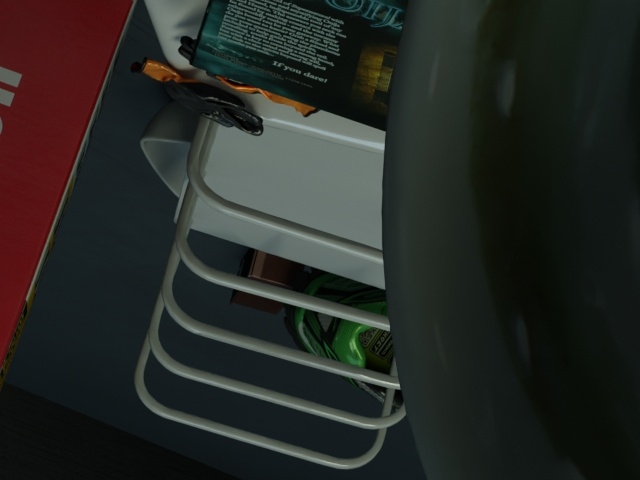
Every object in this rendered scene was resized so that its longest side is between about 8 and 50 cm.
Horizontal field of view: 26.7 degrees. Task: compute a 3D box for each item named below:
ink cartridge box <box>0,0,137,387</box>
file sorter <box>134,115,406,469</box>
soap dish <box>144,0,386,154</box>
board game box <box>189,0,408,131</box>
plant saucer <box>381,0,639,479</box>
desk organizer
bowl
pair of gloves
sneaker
[{"bbox_3d":[-0.228,-0.024,0.852,0.130,0.309,0.272,20,163,-11],"label":"ink cartridge box"},{"bbox_3d":[0.000,0.000,0.842,0.193,0.173,0.277,17,147,-4],"label":"file sorter"},{"bbox_3d":[0.063,-0.122,0.604,0.291,0.118,0.229,14,163,8],"label":"soap dish"},{"bbox_3d":[0.047,-0.072,0.529,0.186,0.026,0.126,18,162,-8],"label":"board game box"},{"bbox_3d":[0.180,-0.041,0.306,0.101,0.400,0.400,15,167,-38],"label":"plant saucer"},{"bbox_3d":[-0.052,0.035,1.325,0.050,0.047,0.130,16,163,-7],"label":"desk organizer"},{"bbox_3d":[-0.054,-0.061,1.013,0.142,0.053,0.142,12,163,15],"label":"bowl"},{"bbox_3d":[-0.046,-0.072,0.643,0.074,0.010,0.083,25,163,-26],"label":"pair of gloves"},{"bbox_3d":[0.129,0.137,1.252,0.344,0.134,0.146,23,-171,-22],"label":"sneaker"}]
